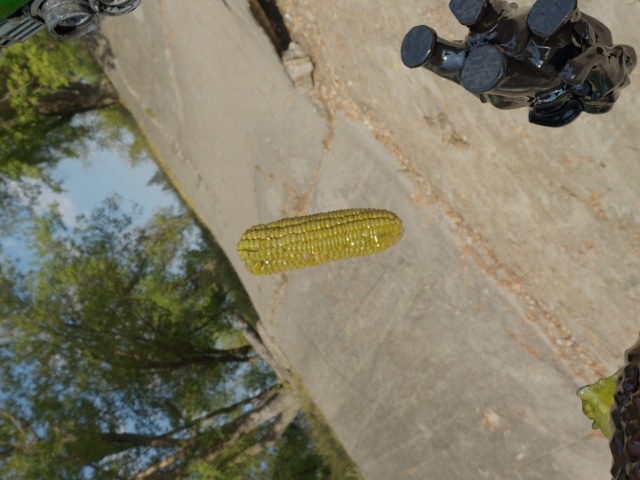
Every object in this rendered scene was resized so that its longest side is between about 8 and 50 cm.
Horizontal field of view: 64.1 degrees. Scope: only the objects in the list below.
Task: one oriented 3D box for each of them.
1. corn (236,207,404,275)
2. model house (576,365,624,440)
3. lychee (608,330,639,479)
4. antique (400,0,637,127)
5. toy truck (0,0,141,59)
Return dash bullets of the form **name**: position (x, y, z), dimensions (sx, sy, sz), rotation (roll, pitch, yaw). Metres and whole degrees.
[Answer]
- **corn**: position (0.000, 0.000, 0.885), dimensions (0.101, 0.292, 0.101), rotation (172, 90, -87)
- **model house**: position (0.532, 0.316, 0.770), dimensions (0.193, 0.175, 0.234), rotation (52, -163, -39)
- **lychee**: position (0.293, 0.130, 0.260), dimensions (0.260, 0.261, 0.260), rotation (54, 174, 8)
- **antique**: position (0.328, -0.296, 0.815), dimensions (0.255, 0.185, 0.322), rotation (6, -159, -40)
- **toy truck**: position (-0.354, -0.301, 0.536), dimensions (0.176, 0.364, 0.178), rotation (68, -161, 1)
